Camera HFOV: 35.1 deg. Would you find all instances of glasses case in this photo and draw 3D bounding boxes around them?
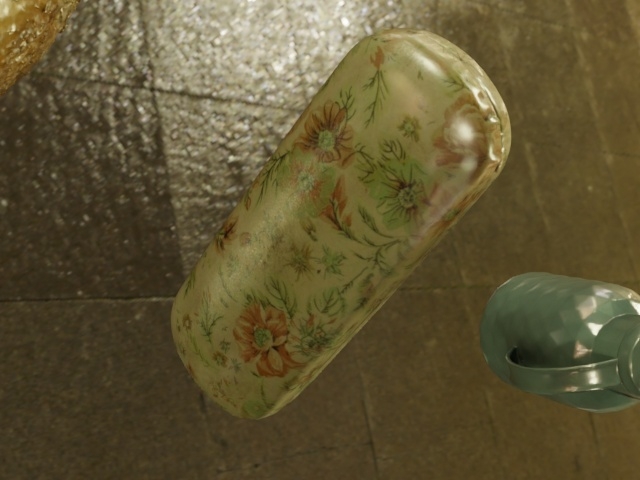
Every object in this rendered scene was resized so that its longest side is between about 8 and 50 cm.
[{"bbox_3d":[0.000,0.000,0.893,0.156,0.425,0.098,48,35,13],"label":"glasses case"}]

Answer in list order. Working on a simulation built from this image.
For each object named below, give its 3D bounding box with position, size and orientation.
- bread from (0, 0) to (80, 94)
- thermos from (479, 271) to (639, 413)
[{"bbox_3d":[-0.305,-0.210,0.843,0.159,0.306,0.305,46,47,-34],"label":"bread"},{"bbox_3d":[0.276,0.115,1.092,0.182,0.286,0.144,-14,94,-13],"label":"thermos"}]
